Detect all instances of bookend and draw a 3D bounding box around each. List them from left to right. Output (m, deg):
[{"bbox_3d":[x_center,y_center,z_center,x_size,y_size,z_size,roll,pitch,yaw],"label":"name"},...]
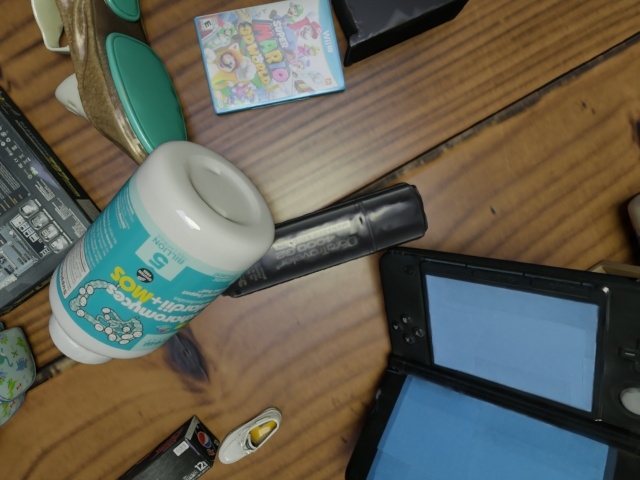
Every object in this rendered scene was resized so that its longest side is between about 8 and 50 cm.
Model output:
[{"bbox_3d":[0.072,-0.319,0.511,0.157,0.072,0.156,-25,94,0],"label":"bookend"}]

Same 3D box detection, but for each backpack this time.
[{"bbox_3d":[-0.396,0.163,0.504,0.084,0.105,0.114,-11,100,-1],"label":"backpack"}]

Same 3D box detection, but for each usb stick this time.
[{"bbox_3d":[0.000,0.000,0.545,0.278,0.045,0.077,-18,102,-2],"label":"usb stick"}]

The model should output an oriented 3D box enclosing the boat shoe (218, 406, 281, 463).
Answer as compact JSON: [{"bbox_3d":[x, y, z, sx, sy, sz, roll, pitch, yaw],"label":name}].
[{"bbox_3d":[-0.093,0.260,0.563,0.100,0.035,0.035,-35,95,-1],"label":"boat shoe"}]

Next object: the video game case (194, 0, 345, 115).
[{"bbox_3d":[-0.061,-0.231,0.538,0.167,0.015,0.119,-12,95,-3],"label":"video game case"}]

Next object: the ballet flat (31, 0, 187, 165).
[{"bbox_3d":[-0.255,-0.223,0.490,0.124,0.116,0.341,-16,95,18],"label":"ballet flat"}]

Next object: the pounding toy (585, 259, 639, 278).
[{"bbox_3d":[0.329,0.126,0.503,0.206,0.181,0.094,-33,96,0],"label":"pounding toy"}]

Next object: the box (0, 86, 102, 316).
[{"bbox_3d":[-0.395,-0.046,0.511,0.183,0.059,0.232,-37,96,0],"label":"box"}]

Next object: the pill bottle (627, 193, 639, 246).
[{"bbox_3d":[0.500,0.057,0.523,0.153,0.152,0.271,-22,96,-1],"label":"pill bottle"}]

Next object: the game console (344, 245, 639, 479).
[{"bbox_3d":[0.161,0.163,0.423,0.173,0.293,0.249,-34,121,-42],"label":"game console"}]

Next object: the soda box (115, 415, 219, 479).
[{"bbox_3d":[-0.212,0.305,0.547,0.169,0.060,0.053,-39,97,-1],"label":"soda box"}]

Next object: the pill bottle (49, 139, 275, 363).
[{"bbox_3d":[-0.184,0.030,0.466,0.264,0.146,0.146,-41,96,23],"label":"pill bottle"}]
